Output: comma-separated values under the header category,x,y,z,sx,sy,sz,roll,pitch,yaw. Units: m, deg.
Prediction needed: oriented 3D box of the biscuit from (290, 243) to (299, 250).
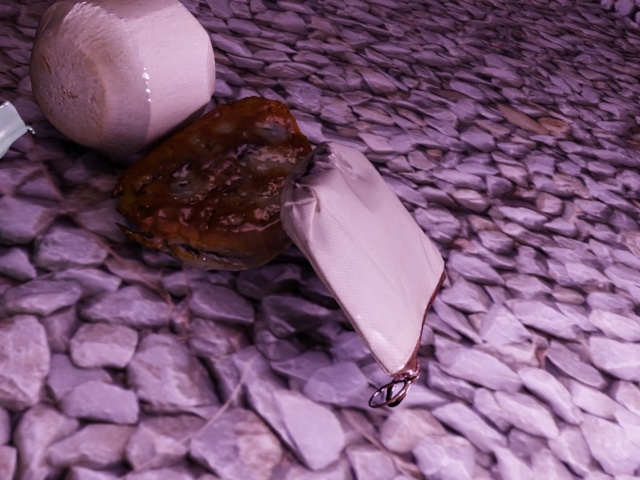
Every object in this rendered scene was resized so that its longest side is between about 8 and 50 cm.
category,x,y,z,sx,sy,sz,roll,pitch,yaw
biscuit,0.000,0.000,1.040,0.199,0.034,0.064,30,40,17

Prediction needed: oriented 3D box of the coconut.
category,x,y,z,sx,sy,sz,roll,pitch,yaw
coconut,-0.271,-0.254,1.103,0.237,0.237,0.266,31,35,19

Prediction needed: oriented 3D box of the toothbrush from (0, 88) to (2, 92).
category,x,y,z,sx,sy,sz,roll,pitch,yaw
toothbrush,-0.537,-0.164,1.046,0.026,0.028,0.294,23,30,5

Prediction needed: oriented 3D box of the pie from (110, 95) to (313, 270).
category,x,y,z,sx,sy,sz,roll,pitch,yaw
pie,-0.125,-0.071,1.010,0.308,0.085,0.308,0,47,0

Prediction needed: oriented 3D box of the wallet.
category,x,y,z,sx,sy,sz,roll,pitch,yaw
wallet,0.058,0.014,0.921,0.275,0.068,0.335,56,26,-9

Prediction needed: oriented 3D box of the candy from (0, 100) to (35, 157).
category,x,y,z,sx,sy,sz,roll,pitch,yaw
candy,-0.545,-0.125,0.847,0.397,0.172,0.263,31,68,16
